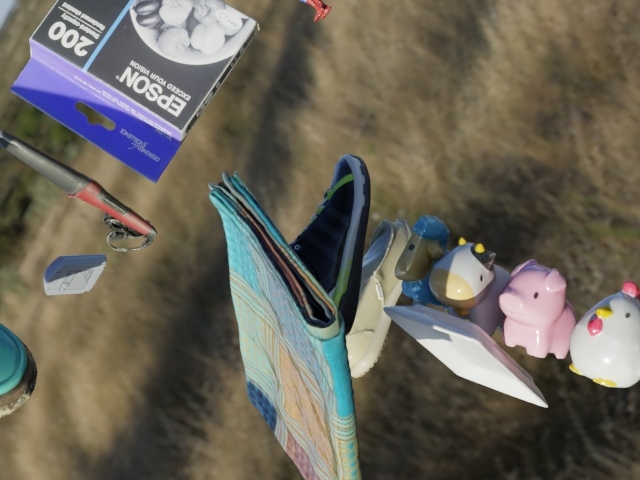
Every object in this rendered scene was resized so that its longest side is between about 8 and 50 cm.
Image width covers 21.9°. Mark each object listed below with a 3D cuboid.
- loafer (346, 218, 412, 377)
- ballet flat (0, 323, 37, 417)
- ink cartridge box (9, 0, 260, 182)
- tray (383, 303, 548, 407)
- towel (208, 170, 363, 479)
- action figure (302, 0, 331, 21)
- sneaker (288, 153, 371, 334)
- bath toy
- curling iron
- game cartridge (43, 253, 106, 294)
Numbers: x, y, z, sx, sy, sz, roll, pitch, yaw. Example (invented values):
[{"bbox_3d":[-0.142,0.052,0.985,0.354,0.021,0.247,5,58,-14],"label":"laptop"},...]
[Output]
[{"bbox_3d":[0.068,0.070,2.430,0.102,0.092,0.268,-42,25,52],"label":"loafer"},{"bbox_3d":[-0.508,0.117,1.508,0.164,0.483,0.182,-92,17,-47],"label":"ballet flat"},{"bbox_3d":[-0.208,-0.202,1.816,0.208,0.206,0.045,-57,-11,-7],"label":"ink cartridge box"},{"bbox_3d":[0.194,0.143,2.127,0.030,0.145,0.270,-64,-33,-10],"label":"tray"},{"bbox_3d":[-0.033,0.137,1.804,0.271,0.040,0.370,52,158,42],"label":"towel"},{"bbox_3d":[-0.040,-0.303,1.964,0.030,0.115,0.038,-50,-7,30],"label":"action figure"},{"bbox_3d":[0.000,0.000,1.880,0.084,0.097,0.235,107,171,-62],"label":"sneaker"},{"bbox_3d":[0.258,0.073,2.067,0.348,0.151,0.129,22,100,37],"label":"bath toy"},{"bbox_3d":[-0.300,-0.058,2.034,0.068,0.274,0.035,-22,51,28],"label":"curling iron"},{"bbox_3d":[-0.259,0.035,1.726,0.083,0.056,0.017,132,127,-58],"label":"game cartridge"}]
